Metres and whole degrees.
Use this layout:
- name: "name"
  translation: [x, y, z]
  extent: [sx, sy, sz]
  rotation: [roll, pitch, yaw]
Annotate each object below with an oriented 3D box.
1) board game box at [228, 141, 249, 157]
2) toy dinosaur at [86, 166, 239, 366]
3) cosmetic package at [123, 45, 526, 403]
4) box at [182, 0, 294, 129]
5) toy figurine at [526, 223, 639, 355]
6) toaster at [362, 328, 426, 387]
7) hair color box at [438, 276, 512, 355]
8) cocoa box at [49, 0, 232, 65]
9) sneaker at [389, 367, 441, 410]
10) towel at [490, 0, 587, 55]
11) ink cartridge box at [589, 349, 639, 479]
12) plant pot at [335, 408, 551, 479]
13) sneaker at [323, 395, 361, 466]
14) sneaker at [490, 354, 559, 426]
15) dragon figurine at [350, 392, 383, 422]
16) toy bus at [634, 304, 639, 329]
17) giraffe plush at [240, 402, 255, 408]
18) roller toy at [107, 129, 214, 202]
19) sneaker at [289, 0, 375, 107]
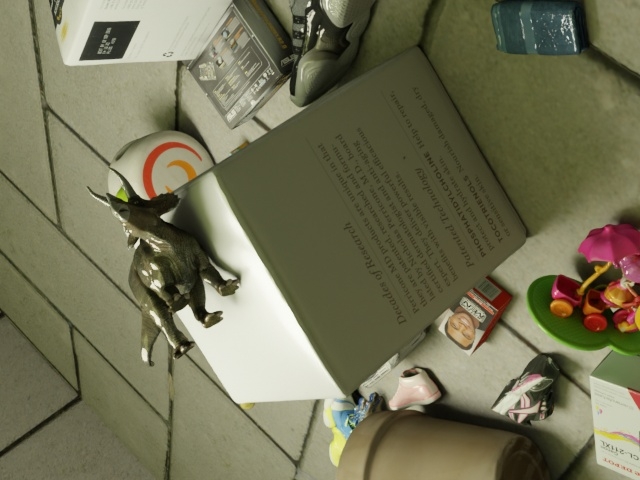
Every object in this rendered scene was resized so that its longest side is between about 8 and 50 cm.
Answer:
- name: "board game box"
  translation: [-0.128, -0.084, 1.716]
  extent: [0.141, 0.048, 0.170]
  rotation: [45, 147, 10]
- name: "toy dinosaur"
  translation: [-0.196, 0.047, 1.154]
  extent: [0.160, 0.121, 0.313]
  rotation: [53, 155, 27]
- name: "cosmetic package"
  translation: [0.003, -0.013, 1.287]
  extent: [0.327, 0.394, 0.329]
  rotation: [59, 148, -8]
- name: "box"
  translation: [-0.143, -0.313, 1.510]
  extent: [0.183, 0.056, 0.231]
  rotation: [56, 148, 0]
- name: "toy figurine"
  translation: [0.377, 0.053, 1.152]
  extent: [0.173, 0.130, 0.159]
  rotation: [25, 133, 4]
- name: "toaster"
  translation: [0.085, 0.168, 1.604]
  extent: [0.146, 0.129, 0.227]
  rotation: [47, 146, 6]
- name: "hair color box"
  translation: [0.244, 0.117, 1.426]
  extent: [0.072, 0.043, 0.141]
  rotation: [40, 146, 19]
- name: "cocoa box"
  translation: [-0.262, -0.444, 1.326]
  extent: [0.347, 0.232, 0.227]
  rotation: [-37, 67, 58]
- name: "sneaker"
  translation: [0.164, 0.274, 1.674]
  extent: [0.070, 0.051, 0.134]
  rotation: [58, 145, -3]
- name: "towel"
  translation: [0.260, -0.255, 1.070]
  extent: [0.119, 0.029, 0.067]
  rotation: [16, 132, 46]
- name: "ink cartridge box"
  translation: [0.456, 0.256, 1.256]
  extent: [0.127, 0.072, 0.175]
  rotation: [17, 132, 43]
- name: "plant pot"
  translation: [0.230, 0.441, 1.543]
  extent: [0.280, 0.323, 0.323]
  rotation: [-17, 107, 40]
- name: "sneaker"
  translation: [0.081, 0.393, 1.882]
  extent: [0.126, 0.091, 0.240]
  rotation: [12, 131, 23]
- name: "sneaker"
  translation: [0.341, 0.241, 1.413]
  extent: [0.077, 0.072, 0.178]
  rotation: [35, 153, 7]
- name: "dragon figurine"
  translation: [0.135, 0.446, 1.804]
  extent: [0.144, 0.085, 0.289]
  rotation: [11, 113, 43]
- name: "toy bus"
  translation: [0.476, 0.014, 0.969]
  extent: [0.130, 0.108, 0.332]
  rotation: [45, 147, 13]
- name: "giraffe plush"
  translation: [-0.132, 0.270, 1.937]
  extent: [0.210, 0.170, 0.181]
  rotation: [-17, 105, 57]
- name: "roller toy"
  translation: [-0.318, -0.118, 1.798]
  extent: [0.146, 0.209, 0.191]
  rotation: [-5, 77, 54]
- name: "sneaker"
  translation: [-0.018, -0.327, 1.301]
  extent: [0.153, 0.101, 0.268]
  rotation: [45, 141, 15]
